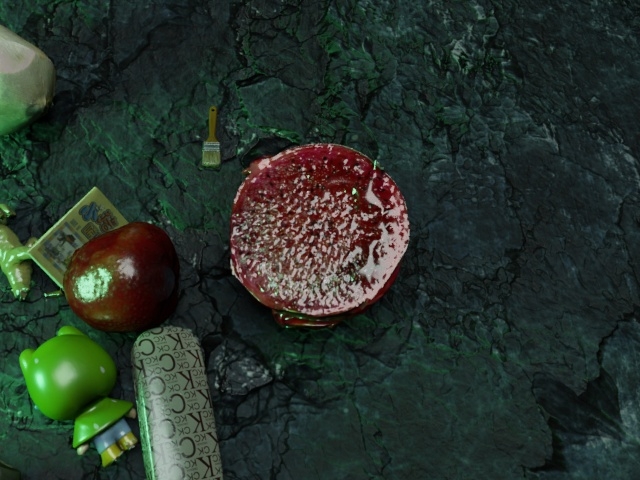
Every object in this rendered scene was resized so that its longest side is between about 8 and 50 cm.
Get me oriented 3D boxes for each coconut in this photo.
[{"bbox_3d":[-0.685,-0.335,1.619,0.230,0.227,0.227,40,65,12],"label":"coconut"}]

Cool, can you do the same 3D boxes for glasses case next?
[{"bbox_3d":[-0.271,0.330,1.413,0.137,0.085,0.354,-2,62,-26],"label":"glasses case"}]

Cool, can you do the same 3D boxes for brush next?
[{"bbox_3d":[-0.252,-0.244,1.752,0.043,0.014,0.170,1,62,-6],"label":"brush"}]

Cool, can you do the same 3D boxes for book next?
[{"bbox_3d":[-0.469,0.015,1.530,0.192,0.013,0.168,-51,121,-25],"label":"book"}]

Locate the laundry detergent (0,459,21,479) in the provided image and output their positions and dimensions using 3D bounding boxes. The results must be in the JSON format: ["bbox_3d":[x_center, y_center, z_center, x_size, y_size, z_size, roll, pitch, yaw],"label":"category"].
[{"bbox_3d":[-0.610,0.480,1.246,0.091,0.181,0.253,30,69,1],"label":"laundry detergent"}]

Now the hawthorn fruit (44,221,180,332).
[{"bbox_3d":[-0.401,0.087,1.454,0.266,0.230,0.210,-17,94,-1],"label":"hawthorn fruit"}]

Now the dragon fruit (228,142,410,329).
[{"bbox_3d":[0.000,0.000,1.545,0.371,0.249,0.386,-39,70,-7],"label":"dragon fruit"}]

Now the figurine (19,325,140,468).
[{"bbox_3d":[-0.436,0.288,1.395,0.162,0.143,0.263,-34,85,-27],"label":"figurine"}]

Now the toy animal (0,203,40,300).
[{"bbox_3d":[-0.629,0.020,1.528,0.101,0.103,0.219,-45,79,-5],"label":"toy animal"}]
